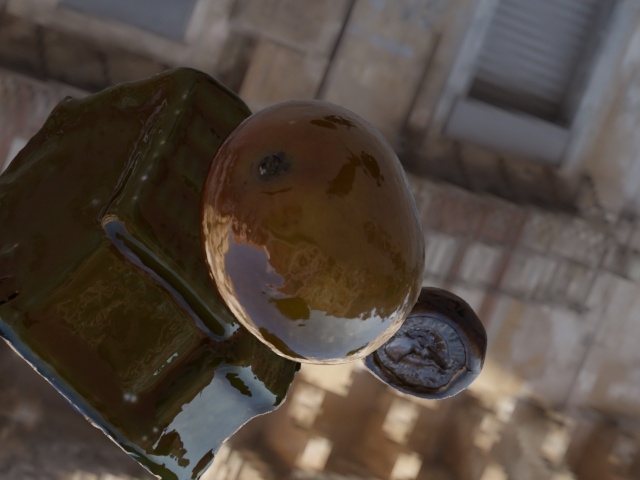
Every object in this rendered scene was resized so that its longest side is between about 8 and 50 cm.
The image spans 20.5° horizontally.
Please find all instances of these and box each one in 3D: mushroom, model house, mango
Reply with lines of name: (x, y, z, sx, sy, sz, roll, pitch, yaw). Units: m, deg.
mushroom: (0.095, 0.093, 1.632, 0.123, 0.123, 0.052, 22, -142, 2)
model house: (-0.113, 0.012, 1.281, 0.268, 0.239, 0.173, 46, -177, -27)
mango: (-0.002, -0.006, 1.022, 0.120, 0.151, 0.221, -14, -178, 7)
